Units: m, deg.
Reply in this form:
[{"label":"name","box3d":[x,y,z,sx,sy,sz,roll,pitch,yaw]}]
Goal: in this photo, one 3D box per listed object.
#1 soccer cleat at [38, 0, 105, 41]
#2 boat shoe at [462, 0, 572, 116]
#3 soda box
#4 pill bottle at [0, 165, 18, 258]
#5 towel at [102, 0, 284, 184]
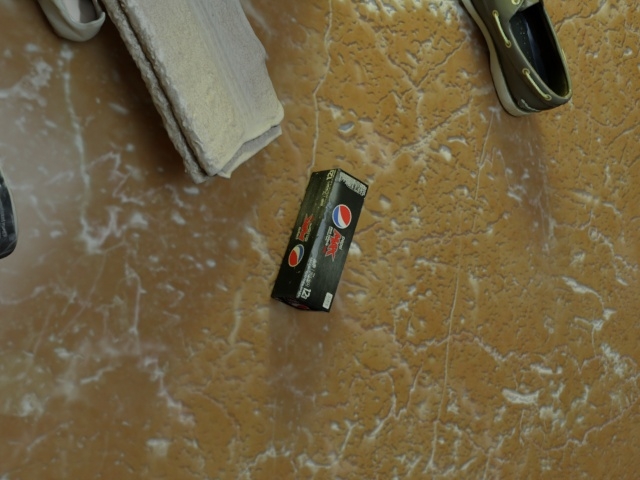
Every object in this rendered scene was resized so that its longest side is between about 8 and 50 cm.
[{"label":"soccer cleat","box3d":[-0.278,-0.284,0.875,0.068,0.076,0.196,-48,115,-28]},{"label":"boat shoe","box3d":[0.277,-0.327,1.284,0.109,0.091,0.305,-34,108,-33]},{"label":"soda box","box3d":[0.000,0.000,1.084,0.053,0.060,0.169,28,73,-32]},{"label":"pill bottle","box3d":[-0.393,-0.006,0.746,0.245,0.130,0.130,-24,102,-35]},{"label":"towel","box3d":[-0.135,-0.213,0.957,0.282,0.049,0.187,64,32,-16]}]
